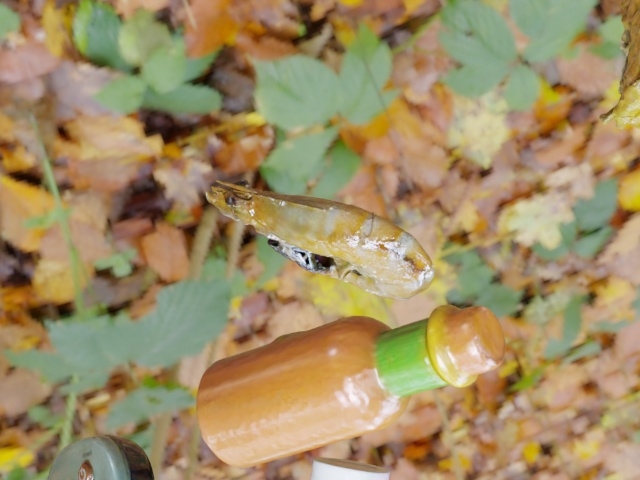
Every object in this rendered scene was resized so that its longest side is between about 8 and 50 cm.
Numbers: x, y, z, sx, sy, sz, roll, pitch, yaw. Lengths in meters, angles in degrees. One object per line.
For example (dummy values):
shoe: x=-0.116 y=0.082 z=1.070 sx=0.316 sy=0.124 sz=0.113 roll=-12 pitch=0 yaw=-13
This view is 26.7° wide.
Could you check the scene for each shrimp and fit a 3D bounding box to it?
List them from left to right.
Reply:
shrimp: x=0.000 y=0.000 z=1.574 sx=0.287 sy=0.063 sz=0.152 roll=19 pitch=155 yaw=20

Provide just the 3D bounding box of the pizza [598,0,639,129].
pizza: x=0.146 y=-0.110 z=0.373 sx=0.058 sy=0.292 sz=0.197 roll=23 pitch=101 yaw=-11

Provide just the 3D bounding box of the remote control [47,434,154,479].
remote control: x=-0.078 y=0.193 z=0.568 sx=0.042 sy=0.222 sz=0.072 roll=-2 pitch=164 yaw=-39

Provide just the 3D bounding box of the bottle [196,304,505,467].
bottle: x=0.017 y=0.076 z=0.750 sx=0.187 sy=0.069 sz=0.069 roll=-19 pitch=162 yaw=35

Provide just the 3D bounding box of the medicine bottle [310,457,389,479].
medicine bottle: x=0.005 y=0.320 z=1.161 sx=0.095 sy=0.260 sz=0.095 roll=8 pitch=175 yaw=1
